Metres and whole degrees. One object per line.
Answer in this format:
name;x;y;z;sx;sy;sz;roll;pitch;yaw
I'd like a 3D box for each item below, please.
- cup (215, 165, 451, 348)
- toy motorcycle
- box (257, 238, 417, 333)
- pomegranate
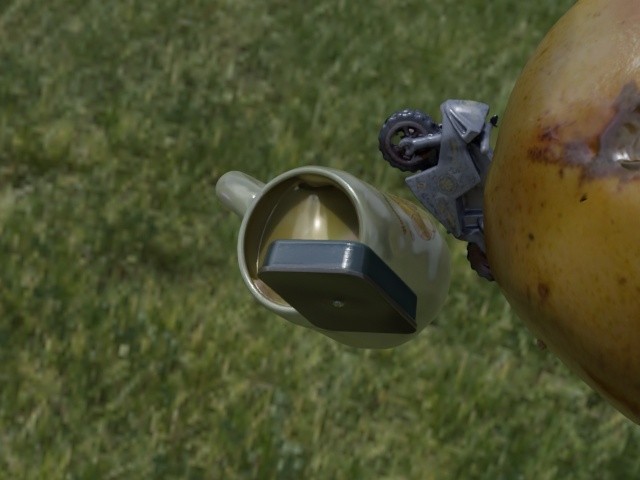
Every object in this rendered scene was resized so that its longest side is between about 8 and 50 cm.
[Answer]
cup;-0.002;0.020;1.743;0.255;0.173;0.202;4;-11;34
toy motorcycle;0.159;-0.060;1.635;0.215;0.122;0.080;50;27;-11
box;0.016;0.034;1.188;0.091;0.126;0.031;1;67;28
pomegranate;0.333;-0.021;1.261;0.416;0.417;0.417;10;30;-6
